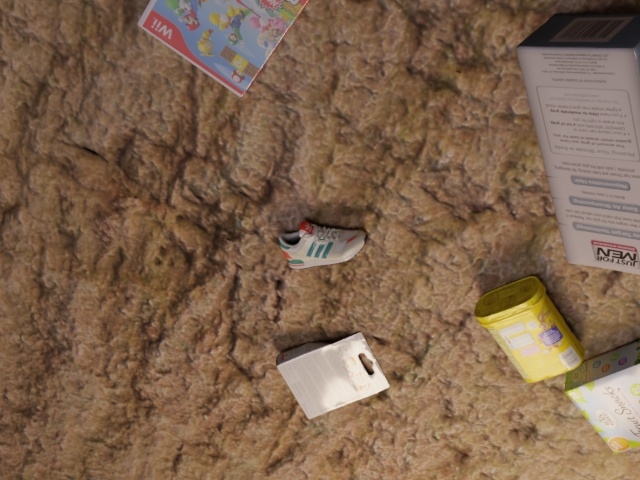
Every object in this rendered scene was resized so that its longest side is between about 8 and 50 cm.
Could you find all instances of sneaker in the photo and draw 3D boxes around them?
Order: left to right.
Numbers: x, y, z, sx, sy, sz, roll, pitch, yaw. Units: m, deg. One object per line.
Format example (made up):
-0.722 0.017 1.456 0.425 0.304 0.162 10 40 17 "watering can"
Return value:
0.000 0.000 1.736 0.161 0.057 0.075 -13 125 28 "sneaker"

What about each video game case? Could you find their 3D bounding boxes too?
-0.133 -0.379 1.531 0.204 0.025 0.285 34 127 -9 "video game case"

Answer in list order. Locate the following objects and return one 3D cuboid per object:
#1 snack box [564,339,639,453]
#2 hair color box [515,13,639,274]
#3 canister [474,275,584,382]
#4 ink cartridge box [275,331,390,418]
0.560 0.266 1.747 0.207 0.070 0.174 -29 112 33 "snack box"
0.425 -0.132 1.440 0.185 0.113 0.374 12 132 44 "hair color box"
0.362 0.157 1.729 0.126 0.073 0.170 -24 116 30 "canister"
0.024 0.251 1.930 0.179 0.045 0.145 -24 115 9 "ink cartridge box"
